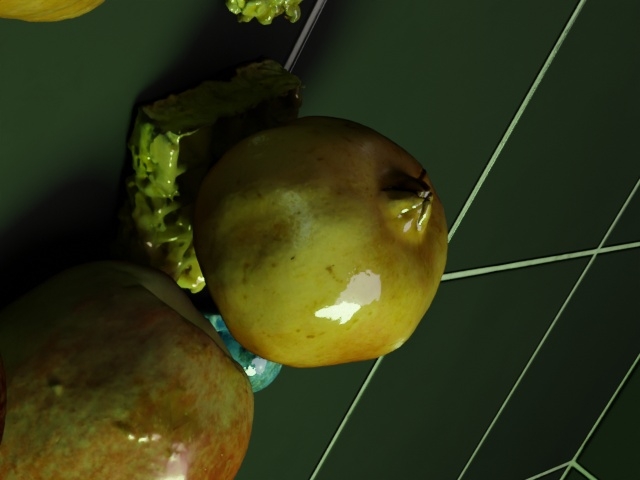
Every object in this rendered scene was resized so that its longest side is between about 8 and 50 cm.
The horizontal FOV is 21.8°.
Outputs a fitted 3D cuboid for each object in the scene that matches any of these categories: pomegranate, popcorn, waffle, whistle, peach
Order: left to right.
[{"bbox_3d":[-0.186,0.146,1.313,0.256,0.232,0.232,-43,155,0],"label":"peach"},{"bbox_3d":[-0.103,-0.038,1.399,0.160,0.055,0.211,-27,146,-43],"label":"waffle"},{"bbox_3d":[-0.085,0.106,1.587,0.158,0.090,0.090,2,122,-60],"label":"whistle"},{"bbox_3d":[-0.041,-0.203,1.284,0.082,0.057,0.083,-1,128,-57],"label":"popcorn"},{"bbox_3d":[-0.003,0.003,1.325,0.209,0.209,0.209,-39,152,-25],"label":"pomegranate"}]

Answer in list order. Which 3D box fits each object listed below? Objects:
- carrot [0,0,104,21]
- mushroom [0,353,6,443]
[{"bbox_3d":[-0.181,-0.188,0.982,0.159,0.159,0.225,-50,165,-3],"label":"carrot"},{"bbox_3d":[-0.341,0.122,1.073,0.267,0.267,0.254,-33,-177,-35],"label":"mushroom"}]
